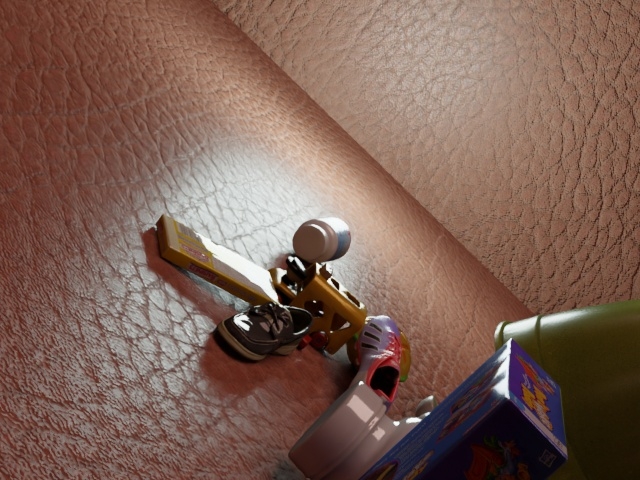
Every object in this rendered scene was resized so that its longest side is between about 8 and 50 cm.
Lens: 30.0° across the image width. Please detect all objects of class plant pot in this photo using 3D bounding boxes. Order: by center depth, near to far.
[{"bbox_3d":[0.525,0.247,1.980,0.366,0.353,0.367,51,25,-36],"label":"plant pot"}]

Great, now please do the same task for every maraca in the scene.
[{"bbox_3d":[0.094,0.175,2.020,0.127,0.099,0.186,40,14,-27],"label":"maraca"}]

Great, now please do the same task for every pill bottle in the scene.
[{"bbox_3d":[0.115,0.328,1.450,0.318,0.176,0.176,45,13,1],"label":"pill bottle"},{"bbox_3d":[0.000,0.000,2.296,0.087,0.087,0.160,47,13,9],"label":"pill bottle"}]

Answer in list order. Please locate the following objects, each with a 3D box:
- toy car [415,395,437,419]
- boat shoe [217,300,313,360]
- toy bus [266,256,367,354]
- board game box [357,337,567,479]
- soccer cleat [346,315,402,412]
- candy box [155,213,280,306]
[{"bbox_3d":[0.238,0.327,1.953,0.182,0.159,0.136,-55,135,-76],"label":"toy car"},{"bbox_3d":[-0.075,0.122,1.728,0.080,0.073,0.223,48,13,18],"label":"boat shoe"},{"bbox_3d":[-0.016,0.086,1.949,0.191,0.104,0.202,52,15,30],"label":"toy bus"},{"bbox_3d":[0.092,0.266,1.198,0.078,0.347,0.233,45,14,1],"label":"board game box"},{"bbox_3d":[0.096,0.193,1.837,0.083,0.095,0.248,43,35,-12],"label":"soccer cleat"},{"bbox_3d":[-0.154,0.037,1.807,0.205,0.027,0.105,30,20,-26],"label":"candy box"}]
